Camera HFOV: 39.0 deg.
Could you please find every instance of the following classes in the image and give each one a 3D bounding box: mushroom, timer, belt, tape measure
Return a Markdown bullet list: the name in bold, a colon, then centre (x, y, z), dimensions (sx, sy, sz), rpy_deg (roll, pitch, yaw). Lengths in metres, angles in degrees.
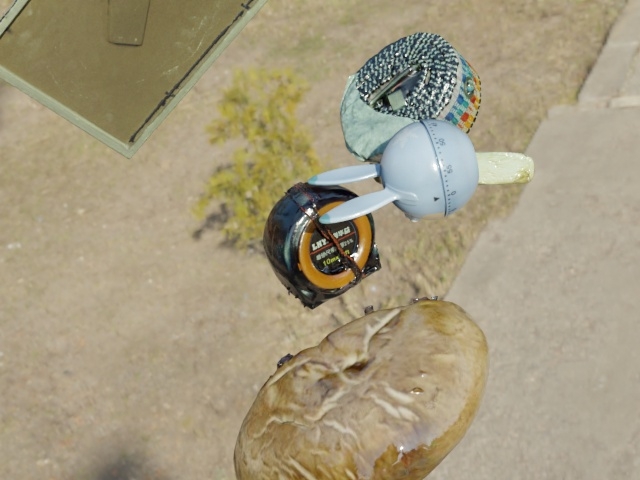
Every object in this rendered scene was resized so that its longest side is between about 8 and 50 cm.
- **mushroom**: centre (0.255, -0.148, 1.814), dimensions (0.333, 0.087, 0.107), rpy_deg (4, 3, 31)
- **mushroom**: centre (0.037, 0.181, 0.816), dimensions (0.285, 0.156, 0.151), rpy_deg (-39, 28, 14)
- **timer**: centre (0.132, -0.084, 1.433), dimensions (0.255, 0.175, 0.175), rpy_deg (-34, 31, 12)
- **belt**: centre (0.157, -0.236, 1.605), dimensions (0.257, 0.150, 0.207), rpy_deg (-41, 55, 16)
- **tape measure**: centre (0.000, 0.000, 1.620), dimensions (0.202, 0.223, 0.135), rpy_deg (-28, 30, -24)

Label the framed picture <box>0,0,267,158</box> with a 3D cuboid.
- **framed picture**: centre (-0.235, -0.285, 1.135), dimensions (0.335, 0.247, 0.022), rpy_deg (-46, 36, 15)
